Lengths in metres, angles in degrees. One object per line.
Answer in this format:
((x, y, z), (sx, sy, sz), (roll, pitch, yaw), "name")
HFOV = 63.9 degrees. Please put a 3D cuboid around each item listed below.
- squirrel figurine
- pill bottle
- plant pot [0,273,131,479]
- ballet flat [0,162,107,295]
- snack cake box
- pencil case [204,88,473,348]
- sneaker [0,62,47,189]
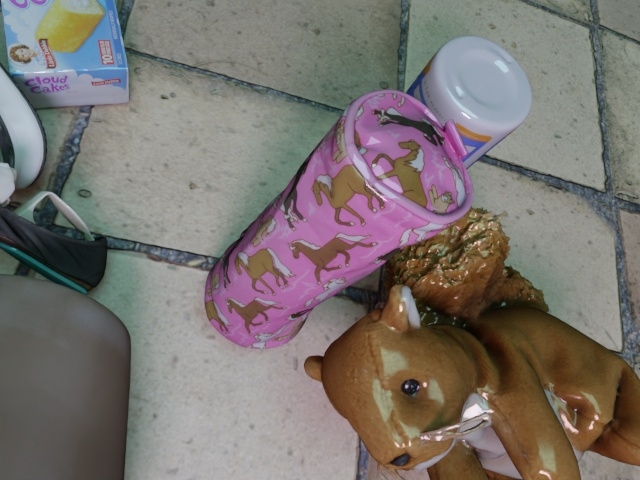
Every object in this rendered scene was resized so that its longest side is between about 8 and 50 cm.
((0.167, 0.144, 0.663), (0.370, 0.281, 0.397), (19, 47, -24), "squirrel figurine")
((0.178, -0.167, 0.794), (0.152, 0.272, 0.152), (6, 69, -17), "pill bottle")
((-0.323, 0.197, 0.492), (0.323, 0.323, 0.280), (16, 50, -13), "plant pot")
((-0.361, -0.029, 0.589), (0.095, 0.280, 0.096), (9, 69, 31), "ballet flat")
((-0.387, -0.335, 0.768), (0.152, 0.089, 0.264), (-10, 73, -23), "snack cake box")
((0.000, 0.000, 0.604), (0.160, 0.386, 0.167), (33, 49, -13), "pencil case")
((-0.545, -0.231, 0.575), (0.447, 0.169, 0.257), (52, 30, 3), "sneaker")
